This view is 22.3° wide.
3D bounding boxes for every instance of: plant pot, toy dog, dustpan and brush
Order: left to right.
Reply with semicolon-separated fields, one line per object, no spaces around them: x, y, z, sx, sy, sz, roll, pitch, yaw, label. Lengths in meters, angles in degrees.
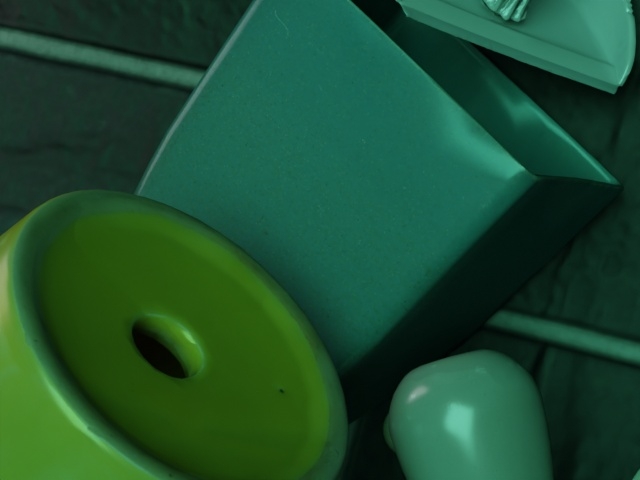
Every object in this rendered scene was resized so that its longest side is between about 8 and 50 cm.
-0.122;0.113;0.703;0.254;0.254;0.239;52;121;17;plant pot
0.000;0.000;0.837;0.166;0.165;0.234;46;107;18;plant pot
0.068;0.228;0.786;0.161;0.220;0.333;-5;71;54;toy dog
0.101;-0.189;0.877;0.060;0.147;0.211;-52;33;38;dustpan and brush
